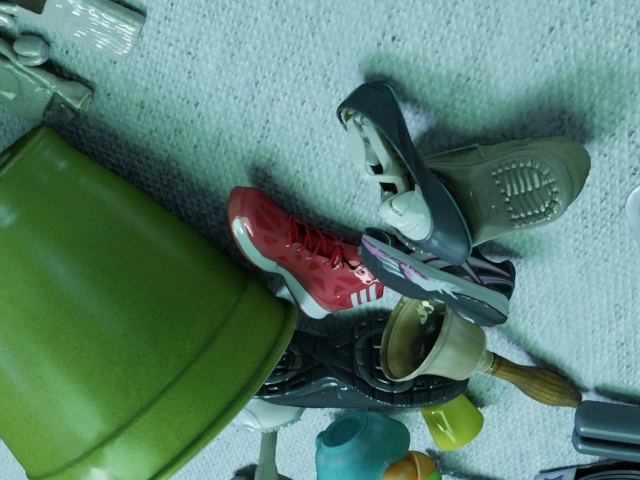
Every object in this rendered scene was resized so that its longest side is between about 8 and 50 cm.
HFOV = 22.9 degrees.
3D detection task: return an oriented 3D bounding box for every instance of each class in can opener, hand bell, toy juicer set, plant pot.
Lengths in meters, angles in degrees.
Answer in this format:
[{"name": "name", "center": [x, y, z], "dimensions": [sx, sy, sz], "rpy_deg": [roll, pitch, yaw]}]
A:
[{"name": "can opener", "center": [0.430, 0.252, 1.808], "dimensions": [0.283, 0.095, 0.076], "rpy_deg": [7, 141, 9]}, {"name": "hand bell", "center": [0.201, 0.144, 1.810], "dimensions": [0.242, 0.126, 0.126], "rpy_deg": [25, 145, -25]}, {"name": "toy juicer set", "center": [0.036, 0.292, 1.960], "dimensions": [0.329, 0.209, 0.089], "rpy_deg": [-14, 122, 35]}, {"name": "plant pot", "center": [-0.277, 0.071, 1.775], "dimensions": [0.353, 0.366, 0.366], "rpy_deg": [49, 137, -14]}]

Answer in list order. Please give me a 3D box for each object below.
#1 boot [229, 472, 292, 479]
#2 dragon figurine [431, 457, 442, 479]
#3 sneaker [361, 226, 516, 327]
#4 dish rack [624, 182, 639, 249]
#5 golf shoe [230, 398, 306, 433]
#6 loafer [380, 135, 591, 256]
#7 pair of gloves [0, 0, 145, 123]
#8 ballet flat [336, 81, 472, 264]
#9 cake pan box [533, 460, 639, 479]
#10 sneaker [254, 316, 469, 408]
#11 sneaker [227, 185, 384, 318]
[{"name": "boot", "center": [-0.076, 0.366, 2.265], "dimensions": [0.118, 0.042, 0.087], "rpy_deg": [25, 150, -2]}, {"name": "dragon figurine", "center": [0.213, 0.389, 2.101], "dimensions": [0.144, 0.085, 0.289], "rpy_deg": [-2, 137, 29]}, {"name": "sneaker", "center": [0.129, 0.026, 1.700], "dimensions": [0.178, 0.077, 0.072], "rpy_deg": [27, 153, 2]}, {"name": "dish rack", "center": [0.470, 0.026, 1.528], "dimensions": [0.285, 0.072, 0.333], "rpy_deg": [-3, 137, 31]}, {"name": "golf shoe", "center": [-0.107, 0.197, 2.047], "dimensions": [0.176, 0.069, 0.086], "rpy_deg": [6, 127, 11]}, {"name": "loafer", "center": [0.167, -0.047, 1.573], "dimensions": [0.268, 0.092, 0.102], "rpy_deg": [-5, 104, 52]}, {"name": "pair of gloves", "center": [-0.312, -0.213, 1.654], "dimensions": [0.204, 0.042, 0.240], "rpy_deg": [33, 143, -14]}, {"name": "ballet flat", "center": [0.074, -0.058, 1.545], "dimensions": [0.074, 0.074, 0.203], "rpy_deg": [-33, 82, 48]}, {"name": "cake pan box", "center": [0.426, 0.367, 1.982], "dimensions": [0.245, 0.070, 0.267], "rpy_deg": [-18, 128, 38]}, {"name": "sneaker", "center": [0.040, 0.156, 1.899], "dimensions": [0.286, 0.109, 0.130], "rpy_deg": [3, 163, 15]}, {"name": "sneaker", "center": [0.000, 0.000, 1.745], "dimensions": [0.128, 0.087, 0.221], "rpy_deg": [-14, 143, 28]}]
